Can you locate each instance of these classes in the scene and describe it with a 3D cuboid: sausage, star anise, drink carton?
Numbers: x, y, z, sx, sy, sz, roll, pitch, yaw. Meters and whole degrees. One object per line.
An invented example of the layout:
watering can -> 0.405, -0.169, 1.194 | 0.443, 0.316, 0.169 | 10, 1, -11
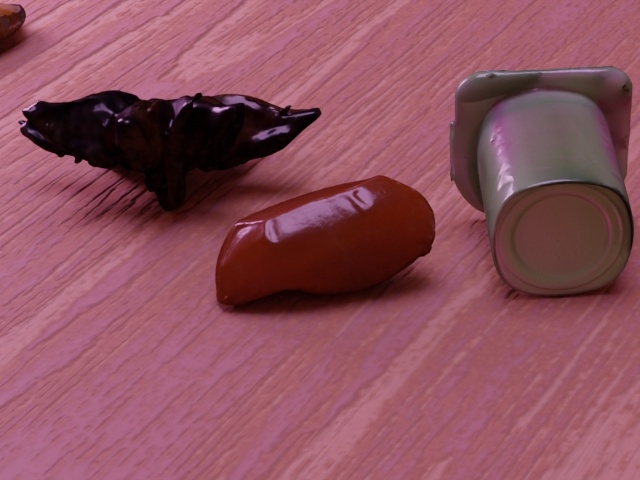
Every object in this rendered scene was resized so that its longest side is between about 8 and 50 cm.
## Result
sausage -> 0.000, 0.000, 1.442 | 0.179, 0.089, 0.089 | -15, 29, -4
star anise -> -0.133, -0.076, 1.604 | 0.272, 0.102, 0.272 | -1, 0, 0
drink carton -> 0.180, -0.038, 1.456 | 0.146, 0.144, 0.142 | -3, 37, 0

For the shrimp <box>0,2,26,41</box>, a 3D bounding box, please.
shrimp -> -0.410, -0.203, 1.909 | 0.143, 0.052, 0.251 | 3, 19, 32
